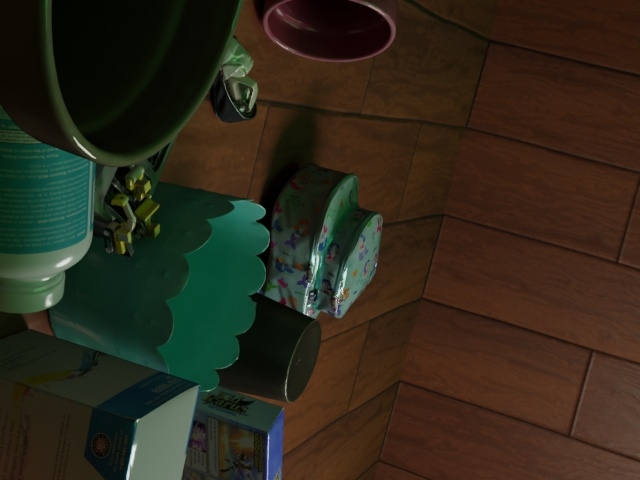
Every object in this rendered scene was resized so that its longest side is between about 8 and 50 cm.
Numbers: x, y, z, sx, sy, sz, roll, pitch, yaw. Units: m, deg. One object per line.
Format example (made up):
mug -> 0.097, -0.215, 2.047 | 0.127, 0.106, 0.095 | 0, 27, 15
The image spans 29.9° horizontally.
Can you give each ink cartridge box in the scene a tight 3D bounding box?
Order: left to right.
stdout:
ink cartridge box -> -0.285, 0.223, 1.345 | 0.168, 0.232, 0.171 | -24, 128, -70

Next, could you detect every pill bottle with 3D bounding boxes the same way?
pill bottle -> -0.297, -0.064, 1.191 | 0.146, 0.146, 0.264 | -42, 144, -59

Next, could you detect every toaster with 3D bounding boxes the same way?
toaster -> -0.250, -0.104, 1.359 | 0.186, 0.110, 0.168 | 57, 51, -67

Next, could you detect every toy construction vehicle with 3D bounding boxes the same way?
toy construction vehicle -> -0.203, -0.027, 1.328 | 0.086, 0.035, 0.098 | -53, 154, -47

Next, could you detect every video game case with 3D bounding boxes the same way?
video game case -> -0.176, 0.319, 1.745 | 0.061, 0.244, 0.270 | -53, 154, -48

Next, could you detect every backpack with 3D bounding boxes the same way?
backpack -> 0.000, 0.000, 2.116 | 0.225, 0.191, 0.254 | -48, 144, -52

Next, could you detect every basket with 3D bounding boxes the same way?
basket -> -0.126, 0.143, 1.769 | 0.154, 0.226, 0.204 | -52, 152, -49

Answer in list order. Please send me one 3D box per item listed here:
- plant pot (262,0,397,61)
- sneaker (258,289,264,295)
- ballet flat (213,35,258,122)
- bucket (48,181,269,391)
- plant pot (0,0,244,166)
plant pot -> 0.021, -0.396, 1.816 | 0.201, 0.201, 0.180 | 61, 33, -66
sneaker -> -0.131, 0.097, 1.987 | 0.221, 0.083, 0.087 | 93, 8, -50
ballet flat -> -0.124, -0.238, 1.690 | 0.203, 0.074, 0.074 | 80, 31, -54
bucket -> -0.203, 0.054, 1.527 | 0.281, 0.183, 0.281 | 17, 90, -72
plant pot -> -0.244, -0.247, 0.964 | 0.323, 0.280, 0.323 | 16, 90, -73
